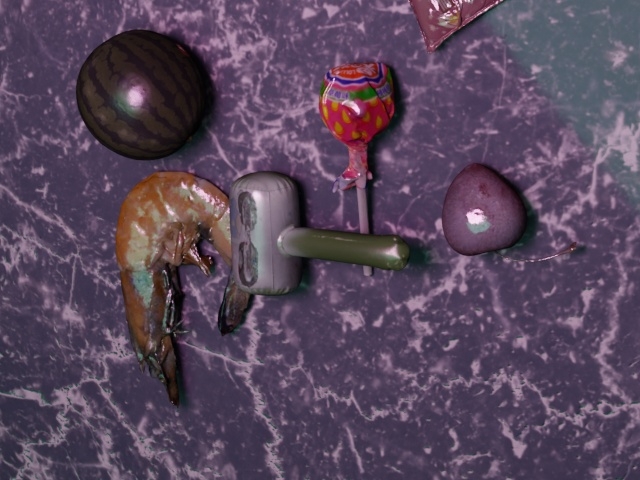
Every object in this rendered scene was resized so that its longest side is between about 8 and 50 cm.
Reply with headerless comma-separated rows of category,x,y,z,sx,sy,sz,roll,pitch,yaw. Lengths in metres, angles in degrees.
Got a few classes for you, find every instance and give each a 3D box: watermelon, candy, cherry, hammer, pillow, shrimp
watermelon,-0.287,-0.233,1.830,0.212,0.212,0.212,8,111,22
candy,0.065,-0.105,1.791,0.124,0.124,0.366,8,122,22
cherry,0.275,-0.048,1.709,0.188,0.115,0.148,-14,63,20
hammer,0.000,0.000,1.807,0.335,0.119,0.207,7,108,33
pillow,0.207,-0.371,1.653,0.185,0.043,0.118,-30,88,26
shrimp,-0.236,0.095,2.005,0.272,0.085,0.445,8,107,16
